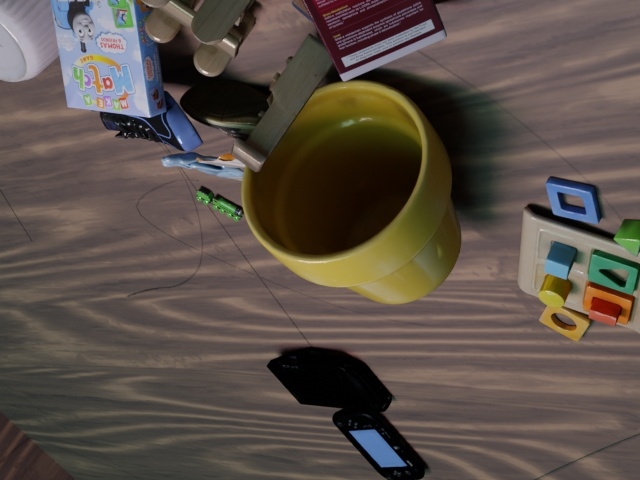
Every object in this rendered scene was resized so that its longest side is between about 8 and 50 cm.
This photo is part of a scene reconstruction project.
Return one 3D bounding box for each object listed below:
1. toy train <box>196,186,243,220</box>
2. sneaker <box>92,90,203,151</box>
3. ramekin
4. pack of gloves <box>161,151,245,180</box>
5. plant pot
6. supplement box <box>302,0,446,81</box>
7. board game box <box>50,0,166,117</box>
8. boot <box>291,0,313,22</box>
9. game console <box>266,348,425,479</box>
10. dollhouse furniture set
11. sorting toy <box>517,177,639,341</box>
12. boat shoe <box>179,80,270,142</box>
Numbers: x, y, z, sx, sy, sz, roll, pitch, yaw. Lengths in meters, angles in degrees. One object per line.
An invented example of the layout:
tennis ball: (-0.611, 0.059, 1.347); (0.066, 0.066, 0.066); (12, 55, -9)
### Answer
toy train: (-0.156, -0.057, 2.255); (0.083, 0.017, 0.024); (28, 141, 10)
sneaker: (-0.245, -0.168, 2.002); (0.232, 0.090, 0.081); (42, 167, 49)
ramekin: (-0.447, -0.318, 2.045); (0.207, 0.109, 0.207); (25, 151, 15)
pack of gloves: (-0.090, -0.111, 1.996); (0.232, 0.046, 0.195); (9, 176, -43)
plant pot: (0.062, -0.037, 1.840); (0.254, 0.254, 0.239); (14, 161, 32)
supplement box: (0.033, -0.298, 1.549); (0.130, 0.073, 0.239); (-22, 132, 7)
board game box: (-0.284, -0.274, 1.921); (0.160, 0.039, 0.212); (10, 116, 37)
boot: (-0.036, -0.342, 1.639); (0.219, 0.082, 0.106); (35, 133, -3)
game console: (0.072, 0.317, 2.584); (0.213, 0.044, 0.361); (-2, 137, 48)
dollhouse furniture set: (-0.126, -0.218, 1.738); (0.242, 0.161, 0.212); (34, 175, -2)
sorting toy: (0.340, 0.054, 1.880); (0.196, 0.047, 0.348); (23, 151, 19)
boat shoe: (-0.088, -0.158, 1.955); (0.223, 0.080, 0.073); (12, 141, 28)
